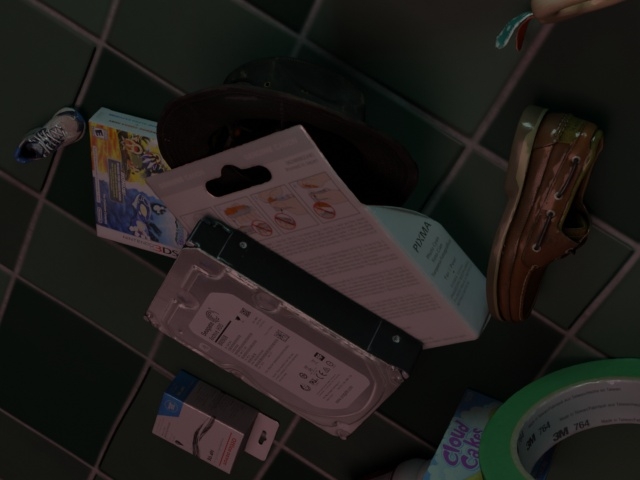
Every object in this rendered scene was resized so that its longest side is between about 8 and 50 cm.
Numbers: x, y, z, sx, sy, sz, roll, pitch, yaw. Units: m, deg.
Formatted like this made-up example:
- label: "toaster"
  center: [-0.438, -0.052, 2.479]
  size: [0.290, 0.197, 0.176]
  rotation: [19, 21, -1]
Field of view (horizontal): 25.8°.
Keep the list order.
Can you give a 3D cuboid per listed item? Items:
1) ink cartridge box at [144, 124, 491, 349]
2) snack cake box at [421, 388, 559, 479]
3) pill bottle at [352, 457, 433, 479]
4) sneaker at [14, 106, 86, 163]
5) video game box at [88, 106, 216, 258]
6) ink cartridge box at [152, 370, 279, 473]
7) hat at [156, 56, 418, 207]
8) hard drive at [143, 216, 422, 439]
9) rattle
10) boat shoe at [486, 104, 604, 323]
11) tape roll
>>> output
- label: "ink cartridge box"
  center: [0.000, 0.000, 1.824]
  size: [0.308, 0.091, 0.385]
  rotation: [-15, 124, 44]
- label: "snack cake box"
  center: [0.219, 0.336, 1.899]
  size: [0.152, 0.264, 0.089]
  rotation: [22, 129, 11]
- label: "pill bottle"
  center: [0.121, 0.395, 2.087]
  size: [0.221, 0.121, 0.121]
  rotation: [-28, 107, 38]
- label: "sneaker"
  center: [-0.389, -0.143, 2.003]
  size: [0.135, 0.058, 0.052]
  rotation: [-28, 108, 37]
- label: "video game box"
  center: [-0.233, -0.073, 1.983]
  size: [0.187, 0.048, 0.205]
  rotation: [14, 128, 15]
- label: "ink cartridge box"
  center: [-0.166, 0.294, 2.201]
  size: [0.180, 0.060, 0.104]
  rotation: [27, 130, 8]
- label: "hat"
  center: [-0.033, -0.146, 1.755]
  size: [0.331, 0.134, 0.331]
  rotation: [10, 152, 6]
- label: "hard drive"
  center: [-0.058, 0.125, 1.886]
  size: [0.339, 0.064, 0.237]
  rotation: [33, 144, -4]
- label: "rattle"
  center: [0.261, -0.302, 1.552]
  size: [0.200, 0.130, 0.142]
  rotation: [-10, 109, 62]
- label: "boat shoe"
  center: [0.276, -0.014, 1.720]
  size: [0.104, 0.110, 0.307]
  rotation: [17, 129, 17]
- label: "tape roll"
  center: [0.361, 0.270, 1.741]
  size: [0.321, 0.321, 0.077]
  rotation: [-1, 121, 27]
